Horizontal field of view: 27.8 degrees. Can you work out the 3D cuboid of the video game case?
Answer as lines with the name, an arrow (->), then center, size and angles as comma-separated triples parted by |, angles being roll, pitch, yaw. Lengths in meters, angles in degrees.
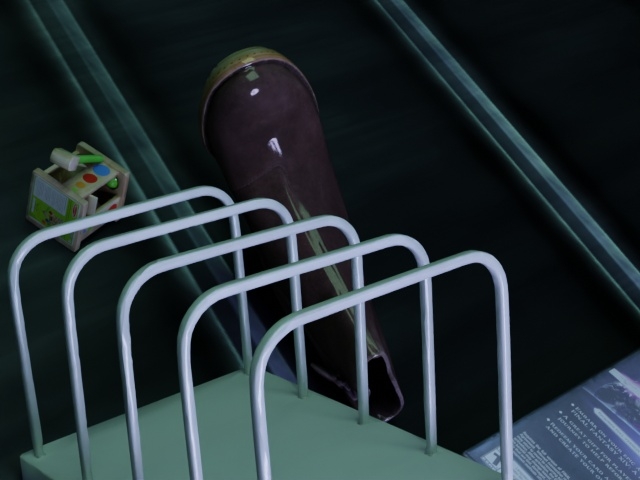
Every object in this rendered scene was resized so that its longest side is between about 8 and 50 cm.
video game case -> 0.261, 0.184, 0.993 | 0.274, 0.026, 0.196 | -21, 55, -39

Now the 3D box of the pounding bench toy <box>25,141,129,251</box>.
pounding bench toy -> -0.186, -0.048, 1.017 | 0.052, 0.083, 0.065 | 33, 43, 14

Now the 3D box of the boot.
boot -> 0.000, 0.000, 0.928 | 0.090, 0.248, 0.207 | -25, 56, -8

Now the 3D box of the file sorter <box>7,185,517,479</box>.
file sorter -> -0.042, 0.079, 0.782 | 0.193, 0.173, 0.277 | -18, 21, -36
